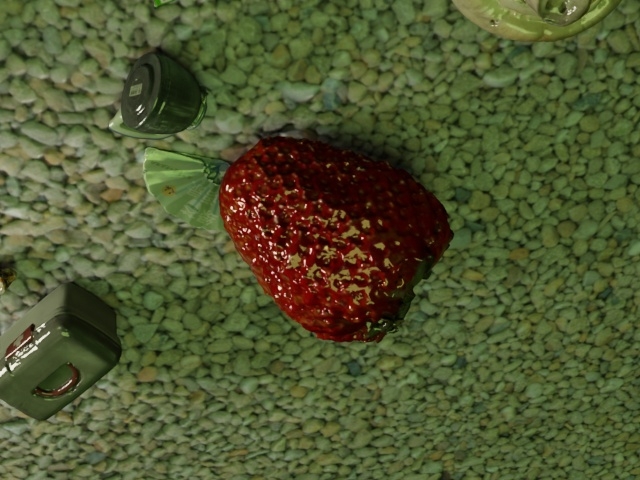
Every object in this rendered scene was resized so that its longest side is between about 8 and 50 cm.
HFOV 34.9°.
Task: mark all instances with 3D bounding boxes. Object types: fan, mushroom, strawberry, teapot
[{"bbox_3d":[-0.180,-0.074,1.593,0.240,0.009,0.131,27,121,-27],"label":"fan"},{"bbox_3d":[0.292,-0.364,1.311,0.260,0.234,0.254,-34,121,15],"label":"mushroom"},{"bbox_3d":[0.000,0.000,1.538,0.351,0.267,0.312,31,124,-5],"label":"strawberry"},{"bbox_3d":[-0.223,-0.184,1.440,0.108,0.111,0.149,15,118,-37],"label":"teapot"}]

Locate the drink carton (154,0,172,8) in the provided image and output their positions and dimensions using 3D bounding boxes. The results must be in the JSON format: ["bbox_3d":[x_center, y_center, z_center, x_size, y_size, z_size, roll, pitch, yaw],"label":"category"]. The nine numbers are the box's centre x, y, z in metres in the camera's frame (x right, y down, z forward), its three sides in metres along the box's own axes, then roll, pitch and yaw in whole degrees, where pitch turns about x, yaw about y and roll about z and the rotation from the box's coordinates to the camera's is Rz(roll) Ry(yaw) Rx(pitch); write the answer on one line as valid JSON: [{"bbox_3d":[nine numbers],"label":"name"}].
[{"bbox_3d":[-0.188,-0.435,1.222,0.108,0.161,0.271,-15,130,1],"label":"drink carton"}]

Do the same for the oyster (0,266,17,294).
[{"bbox_3d":[-0.553,0.066,1.605,0.148,0.051,0.103,0,145,-9],"label":"oyster"}]

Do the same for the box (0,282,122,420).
[{"bbox_3d":[-0.434,0.183,1.666,0.210,0.129,0.148,-38,124,17],"label":"box"}]
